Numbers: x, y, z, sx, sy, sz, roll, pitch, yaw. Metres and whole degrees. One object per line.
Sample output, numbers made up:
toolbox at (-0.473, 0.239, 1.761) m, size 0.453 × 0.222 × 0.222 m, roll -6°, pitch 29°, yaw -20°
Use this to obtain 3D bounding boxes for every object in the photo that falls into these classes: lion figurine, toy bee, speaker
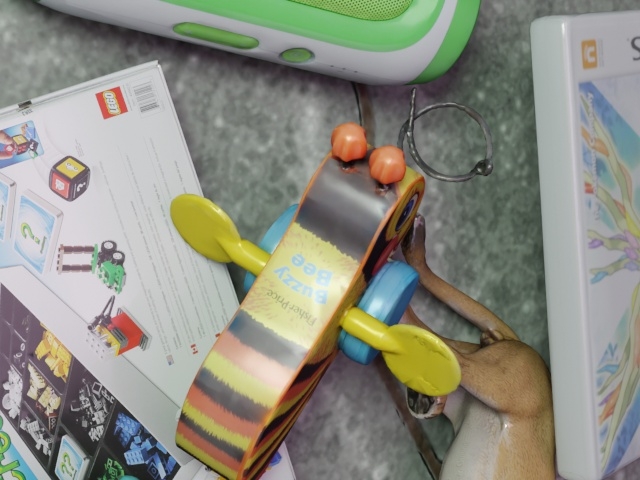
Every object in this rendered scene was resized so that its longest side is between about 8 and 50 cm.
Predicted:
lion figurine at (0.123, 0.190, 0.826) m, size 0.240 × 0.142 × 0.392 m, roll 12°, pitch 83°, yaw -40°
toy bee at (0.000, 0.000, 0.684) m, size 0.195 × 0.162 × 0.298 m, roll 10°, pitch 70°, yaw 7°
speaker at (-0.046, -0.183, 0.719) m, size 0.297 × 0.131 × 0.131 m, roll 9°, pitch 89°, yaw -27°

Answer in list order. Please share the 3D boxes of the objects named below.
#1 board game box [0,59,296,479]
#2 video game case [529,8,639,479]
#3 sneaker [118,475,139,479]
board game box at (-0.148, 0.059, 0.722) m, size 0.193 × 0.053 × 0.305 m, roll -22°, pitch 103°, yaw -25°
video game case at (0.271, -0.014, 0.870) m, size 0.300 × 0.036 × 0.328 m, roll -14°, pitch 103°, yaw -42°
sneaker at (-0.223, 0.195, 0.647) m, size 0.276 × 0.107 × 0.109 m, roll -6°, pitch 83°, yaw -6°
